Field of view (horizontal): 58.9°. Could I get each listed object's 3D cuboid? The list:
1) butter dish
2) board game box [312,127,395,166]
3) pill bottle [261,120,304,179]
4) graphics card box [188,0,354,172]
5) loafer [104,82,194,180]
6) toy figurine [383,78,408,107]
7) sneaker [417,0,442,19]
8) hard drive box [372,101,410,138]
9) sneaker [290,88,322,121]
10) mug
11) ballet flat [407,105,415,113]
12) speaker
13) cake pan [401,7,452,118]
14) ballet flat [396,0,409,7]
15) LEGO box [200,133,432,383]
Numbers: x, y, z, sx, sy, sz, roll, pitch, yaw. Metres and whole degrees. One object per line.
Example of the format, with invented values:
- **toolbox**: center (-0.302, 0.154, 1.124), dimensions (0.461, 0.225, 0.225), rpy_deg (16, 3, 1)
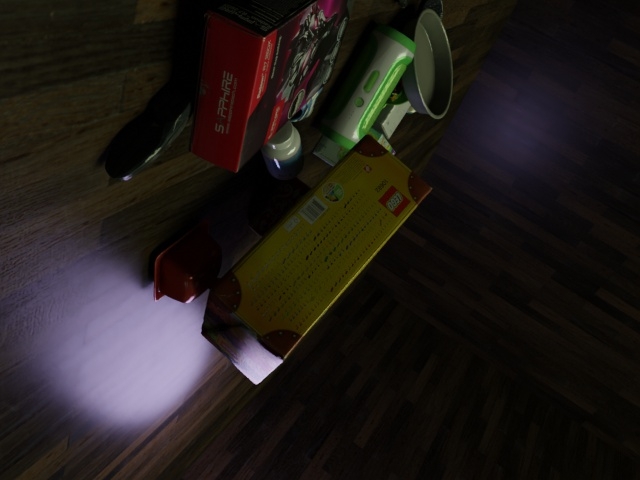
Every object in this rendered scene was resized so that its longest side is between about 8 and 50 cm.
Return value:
- **butter dish**: center (-0.252, 0.063, 1.159), dimensions (0.160, 0.118, 0.160), rpy_deg (-44, 164, -40)
- **board game box**: center (0.104, -0.255, 1.635), dimensions (0.142, 0.144, 0.275), rpy_deg (-57, 167, 7)
- **pill bottle**: center (-0.083, -0.197, 1.204), dimensions (0.087, 0.087, 0.160), rpy_deg (-53, 168, -12)
- **graphics card box**: center (-0.063, -0.299, 0.905), dimensions (0.371, 0.094, 0.232), rpy_deg (-57, 171, -45)
- **loafer**: center (-0.237, -0.146, 0.814), dimensions (0.170, 0.062, 0.061), rpy_deg (-51, 170, -17)
- **toy figurine**: center (0.176, -0.453, 1.557), dimensions (0.173, 0.130, 0.159), rpy_deg (-33, 156, 9)
- **sneaker**: center (0.316, -0.642, 1.669), dimensions (0.209, 0.069, 0.082), rpy_deg (83, 8, -59)
- **hard drive box**: center (0.227, -0.447, 1.737), dimensions (0.232, 0.089, 0.181), rpy_deg (-57, 167, 4)
- **sneaker**: center (-0.035, -0.307, 1.186), dimensions (0.059, 0.053, 0.144), rpy_deg (-42, 161, -41)
- **mug**: center (-0.091, -0.076, 1.443), dimensions (0.169, 0.113, 0.150), rpy_deg (-53, 166, 1)
- **ballet flat**: center (0.322, -0.518, 1.882), dimensions (0.086, 0.086, 0.248), rpy_deg (110, 2, -48)
- **speaker**: center (0.114, -0.375, 1.406), dimensions (0.296, 0.131, 0.131), rpy_deg (-59, 167, 13)
- **cake pan**: center (0.292, -0.481, 1.564), dimensions (0.293, 0.054, 0.293), rpy_deg (1, 89, -58)
- **ballet flat**: center (0.185, -0.595, 1.337), dimensions (0.173, 0.049, 0.057), rpy_deg (-15, 105, -77)
- **LEGO box**: center (-0.024, 0.053, 1.281), dimensions (0.500, 0.193, 0.372), rpy_deg (-47, 176, -24)
